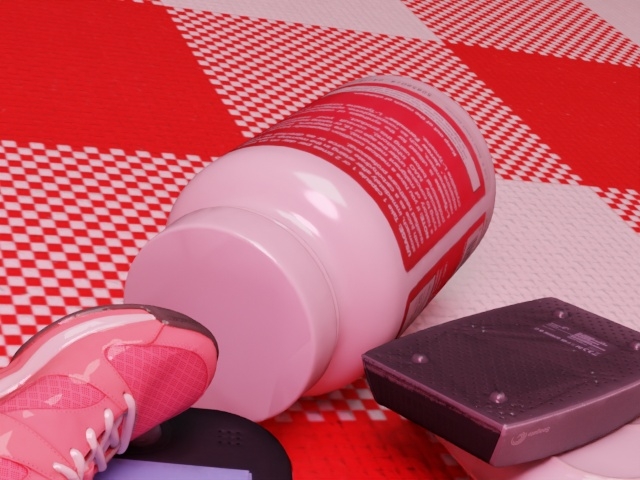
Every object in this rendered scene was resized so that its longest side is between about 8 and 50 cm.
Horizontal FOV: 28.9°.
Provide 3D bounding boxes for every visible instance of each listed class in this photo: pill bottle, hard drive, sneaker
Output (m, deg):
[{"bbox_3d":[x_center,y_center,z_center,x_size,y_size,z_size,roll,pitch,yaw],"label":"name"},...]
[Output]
[{"bbox_3d":[0.000,0.000,1.145,0.229,0.229,0.407,25,28,15],"label":"pill bottle"},{"bbox_3d":[0.174,0.114,1.038,0.254,0.054,0.172,-12,25,-42],"label":"hard drive"},{"bbox_3d":[-0.190,0.146,0.815,0.313,0.116,0.136,-18,47,-32],"label":"sneaker"}]

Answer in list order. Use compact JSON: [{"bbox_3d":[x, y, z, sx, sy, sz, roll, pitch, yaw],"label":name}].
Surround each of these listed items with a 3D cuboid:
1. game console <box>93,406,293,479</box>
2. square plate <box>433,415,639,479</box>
[{"bbox_3d":[-0.182,0.220,0.810,0.341,0.060,0.386,11,25,-10],"label":"game console"},{"bbox_3d":[0.271,0.158,1.098,0.344,0.049,0.347,-2,20,-20],"label":"square plate"}]
